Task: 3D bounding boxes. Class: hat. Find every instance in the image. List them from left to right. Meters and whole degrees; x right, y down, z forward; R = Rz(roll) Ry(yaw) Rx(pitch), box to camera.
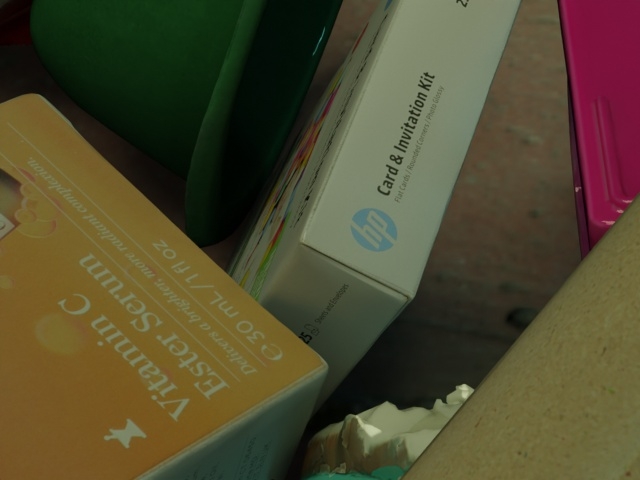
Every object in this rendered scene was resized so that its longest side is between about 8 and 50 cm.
[{"bbox_3d":[-0.093,-0.103,0.691,0.183,0.208,0.173,22,29,7],"label":"hat"}]

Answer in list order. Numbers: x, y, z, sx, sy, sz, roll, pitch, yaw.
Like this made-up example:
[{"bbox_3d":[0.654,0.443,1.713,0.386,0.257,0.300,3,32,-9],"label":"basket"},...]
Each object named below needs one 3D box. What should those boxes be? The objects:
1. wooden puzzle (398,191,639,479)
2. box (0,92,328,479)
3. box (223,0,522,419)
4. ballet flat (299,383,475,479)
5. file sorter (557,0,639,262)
[{"bbox_3d":[0.225,0.059,0.369,0.348,0.080,0.322,41,92,26],"label":"wooden puzzle"},{"bbox_3d":[-0.107,0.055,0.494,0.130,0.091,0.170,41,46,21],"label":"box"},{"bbox_3d":[0.000,0.000,0.600,0.038,0.186,0.145,28,54,-7],"label":"box"},{"bbox_3d":[0.187,0.141,0.489,0.409,0.147,0.147,28,59,22],"label":"ballet flat"},{"bbox_3d":[0.221,-0.030,0.585,0.290,0.182,0.202,-4,48,5],"label":"file sorter"}]
